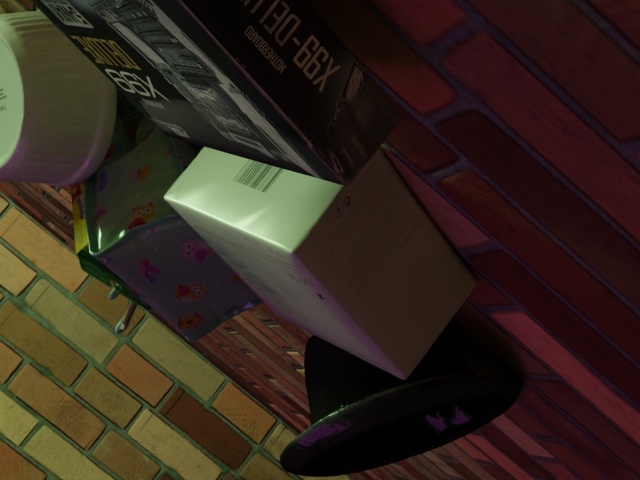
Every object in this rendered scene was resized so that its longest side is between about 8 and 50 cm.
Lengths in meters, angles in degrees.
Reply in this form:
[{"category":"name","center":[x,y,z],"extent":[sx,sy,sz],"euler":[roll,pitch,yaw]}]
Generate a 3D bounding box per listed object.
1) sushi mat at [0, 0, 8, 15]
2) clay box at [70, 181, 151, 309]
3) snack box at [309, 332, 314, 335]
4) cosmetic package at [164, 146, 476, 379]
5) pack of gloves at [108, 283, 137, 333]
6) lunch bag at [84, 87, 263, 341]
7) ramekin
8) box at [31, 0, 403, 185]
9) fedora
[{"category":"sushi mat","center":[-0.434,-0.231,1.461],"extent":[0.019,0.151,0.316],"euler":[-83,-27,-54]},{"category":"clay box","center":[-0.263,-0.018,1.575],"extent":[0.127,0.053,0.222],"euler":[36,-157,-37]},{"category":"snack box","center":[-0.024,0.062,1.614],"extent":[0.207,0.070,0.174],"euler":[31,164,22]},{"category":"cosmetic package","center":[0.000,0.000,1.223],"extent":[0.224,0.138,0.225],"euler":[22,160,48]},{"category":"pack of gloves","center":[-0.256,0.020,1.718],"extent":[0.046,0.232,0.195],"euler":[23,164,-5]},{"category":"lunch bag","center":[-0.180,-0.047,1.462],"extent":[0.223,0.160,0.262],"euler":[52,-165,-46]},{"category":"ramekin","center":[-0.336,-0.161,1.360],"extent":[0.207,0.207,0.109],"euler":[26,-156,39]},{"category":"box","center":[-0.110,-0.167,0.937],"extent":[0.242,0.076,0.307],"euler":[46,165,-33]},{"category":"fedora","center":[0.081,0.170,1.449],"extent":[0.334,0.334,0.152],"euler":[82,169,-70]}]
